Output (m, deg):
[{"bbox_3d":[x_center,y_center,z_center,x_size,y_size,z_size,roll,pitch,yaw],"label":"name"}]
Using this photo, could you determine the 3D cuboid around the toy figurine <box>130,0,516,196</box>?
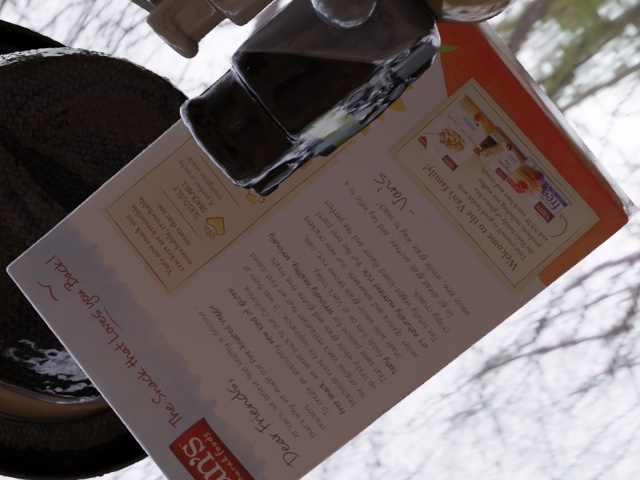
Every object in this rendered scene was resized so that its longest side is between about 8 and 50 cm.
[{"bbox_3d":[-0.035,-0.144,0.653,0.148,0.213,0.209,-41,-61,7],"label":"toy figurine"}]

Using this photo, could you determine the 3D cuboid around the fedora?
[{"bbox_3d":[-0.149,-0.014,1.158,0.334,0.152,0.334,18,-118,-39],"label":"fedora"}]

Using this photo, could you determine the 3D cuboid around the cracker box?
[{"bbox_3d":[0.000,0.000,0.844,0.232,0.067,0.155,-39,-94,13],"label":"cracker box"}]
